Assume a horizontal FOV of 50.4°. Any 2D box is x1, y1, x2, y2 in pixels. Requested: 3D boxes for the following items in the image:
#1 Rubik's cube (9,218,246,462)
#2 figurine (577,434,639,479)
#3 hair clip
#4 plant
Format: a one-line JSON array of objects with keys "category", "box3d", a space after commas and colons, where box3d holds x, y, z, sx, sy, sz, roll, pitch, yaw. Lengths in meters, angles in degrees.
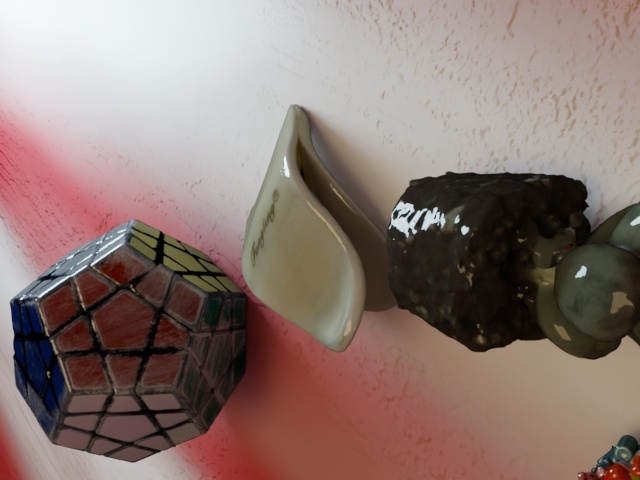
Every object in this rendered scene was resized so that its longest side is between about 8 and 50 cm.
[{"category": "Rubik's cube", "box3d": [-0.252, 0.132, 0.912, 0.319, 0.264, 0.319, 14, 109, 46]}, {"category": "figurine", "box3d": [0.268, 0.169, 0.496, 0.140, 0.075, 0.068, -33, 72, 35]}, {"category": "hair clip", "box3d": [-0.017, -0.002, 0.738, 0.282, 0.113, 0.172, 49, 130, 30]}, {"category": "plant", "box3d": [0.183, 0.021, 0.505, 0.274, 0.149, 0.146, 7, 119, 49]}]
